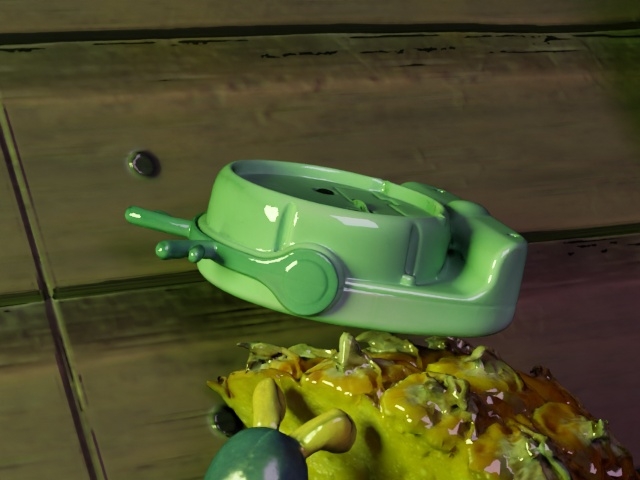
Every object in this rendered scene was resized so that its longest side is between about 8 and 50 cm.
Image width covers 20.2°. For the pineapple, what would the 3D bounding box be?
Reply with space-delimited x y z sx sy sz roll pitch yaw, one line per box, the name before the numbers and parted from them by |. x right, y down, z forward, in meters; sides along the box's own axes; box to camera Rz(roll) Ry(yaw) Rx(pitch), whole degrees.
pineapple | 0.121 0.134 0.998 0.334 0.161 0.158 48 48 6

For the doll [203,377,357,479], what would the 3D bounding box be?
doll | -0.044 0.161 0.923 0.102 0.089 0.179 22 64 31

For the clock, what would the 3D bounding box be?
clock | 0.000 0.000 1.010 0.211 0.159 0.066 6 103 -23
